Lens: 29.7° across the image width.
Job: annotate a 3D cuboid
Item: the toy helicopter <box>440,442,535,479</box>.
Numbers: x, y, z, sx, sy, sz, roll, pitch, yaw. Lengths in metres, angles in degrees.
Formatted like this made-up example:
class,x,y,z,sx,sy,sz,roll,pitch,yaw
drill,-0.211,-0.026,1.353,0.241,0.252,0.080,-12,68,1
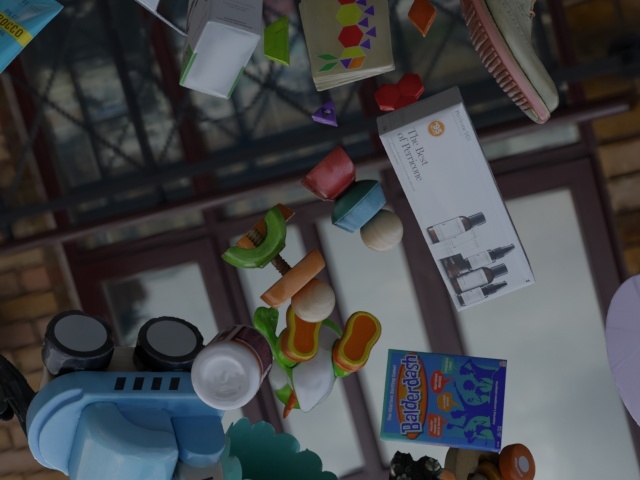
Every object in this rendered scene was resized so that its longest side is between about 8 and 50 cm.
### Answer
class,x,y,z,sx,sy,sz,roll,pitch,yaw
toy helicopter,0.296,0.545,2.249,0.140,0.355,0.235,-21,156,40

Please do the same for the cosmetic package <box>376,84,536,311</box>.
class,x,y,z,sx,sy,sz,roll,pitch,yaw
cosmetic package,0.153,-0.043,1.344,0.099,0.239,0.060,-23,-156,9

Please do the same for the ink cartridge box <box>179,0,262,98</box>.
class,x,y,z,sx,sy,sz,roll,pitch,yaw
ink cartridge box,-0.158,-0.369,1.962,0.093,0.219,0.160,14,141,-18

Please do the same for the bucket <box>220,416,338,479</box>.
class,x,y,z,sx,sy,sz,roll,pitch,yaw
bucket,-0.106,0.483,2.205,0.183,0.281,0.281,-54,177,16

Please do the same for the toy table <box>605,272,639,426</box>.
class,x,y,z,sx,sy,sz,roll,pitch,yaw
toy table,0.547,0.172,1.842,0.252,0.274,0.161,-6,-176,31

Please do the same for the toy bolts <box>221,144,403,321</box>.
class,x,y,z,sx,sy,sz,roll,pitch,yaw
toy bolts,0.000,0.000,1.686,0.228,0.158,0.218,-43,-178,-2

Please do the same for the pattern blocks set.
class,x,y,z,sx,sy,sz,roll,pitch,yaw
pattern blocks set,0.046,-0.339,1.966,0.285,0.324,0.026,0,164,15

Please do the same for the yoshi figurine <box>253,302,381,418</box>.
class,x,y,z,sx,sy,sz,roll,pitch,yaw
yoshi figurine,-0.009,0.181,2.122,0.203,0.203,0.362,-28,168,-20

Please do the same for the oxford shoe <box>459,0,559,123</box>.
class,x,y,z,sx,sy,sz,roll,pitch,yaw
oxford shoe,0.283,-0.371,1.822,0.146,0.397,0.140,-27,-175,-2

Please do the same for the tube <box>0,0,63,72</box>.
class,x,y,z,sx,sy,sz,roll,pitch,yaw
tube,-0.395,-0.216,1.405,0.207,0.080,0.052,-53,176,-9

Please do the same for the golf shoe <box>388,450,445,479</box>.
class,x,y,z,sx,sy,sz,roll,pitch,yaw
golf shoe,0.130,0.440,1.775,0.105,0.120,0.273,16,-144,2

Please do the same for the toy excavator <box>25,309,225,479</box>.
class,x,y,z,sx,sy,sz,roll,pitch,yaw
toy excavator,-0.209,0.341,1.795,0.433,0.222,0.445,4,-140,-23

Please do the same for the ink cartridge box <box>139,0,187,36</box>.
class,x,y,z,sx,sy,sz,roll,pitch,yaw
ink cartridge box,-0.356,-0.447,1.698,0.324,0.071,0.330,40,-173,40

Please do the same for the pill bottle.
class,x,y,z,sx,sy,sz,roll,pitch,yaw
pill bottle,-0.106,0.154,1.517,0.086,0.086,0.152,-14,-174,9

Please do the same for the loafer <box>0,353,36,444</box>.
class,x,y,z,sx,sy,sz,roll,pitch,yaw
loafer,-0.536,0.280,2.108,0.078,0.223,0.076,-38,157,-19

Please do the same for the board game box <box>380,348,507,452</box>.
class,x,y,z,sx,sy,sz,roll,pitch,yaw
board game box,0.215,0.279,2.107,0.210,0.160,0.047,4,164,6
